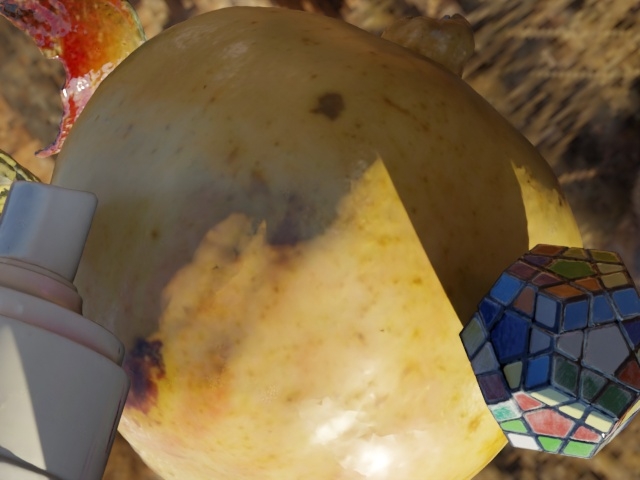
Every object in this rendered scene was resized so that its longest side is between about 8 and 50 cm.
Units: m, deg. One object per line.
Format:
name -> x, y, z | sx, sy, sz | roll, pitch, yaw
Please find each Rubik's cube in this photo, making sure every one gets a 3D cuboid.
Rubik's cube -> 0.124, 0.055, 0.898 | 0.111, 0.093, 0.111 | 60, -170, -17

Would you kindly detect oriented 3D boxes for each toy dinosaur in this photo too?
toy dinosaur -> -0.216, -0.238, 1.309 | 0.327, 0.206, 0.113 | 52, 166, -23

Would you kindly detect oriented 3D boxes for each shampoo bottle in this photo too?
shampoo bottle -> -0.128, 0.121, 0.543 | 0.092, 0.303, 0.092 | 13, 163, 4

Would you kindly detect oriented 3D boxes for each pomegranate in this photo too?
pomegranate -> 0.000, 0.000, 1.056 | 0.342, 0.342, 0.342 | 39, 152, 26

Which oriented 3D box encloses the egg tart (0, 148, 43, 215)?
egg tart -> -0.353, 0.020, 1.701 | 0.279, 0.095, 0.279 | 11, 129, 14
